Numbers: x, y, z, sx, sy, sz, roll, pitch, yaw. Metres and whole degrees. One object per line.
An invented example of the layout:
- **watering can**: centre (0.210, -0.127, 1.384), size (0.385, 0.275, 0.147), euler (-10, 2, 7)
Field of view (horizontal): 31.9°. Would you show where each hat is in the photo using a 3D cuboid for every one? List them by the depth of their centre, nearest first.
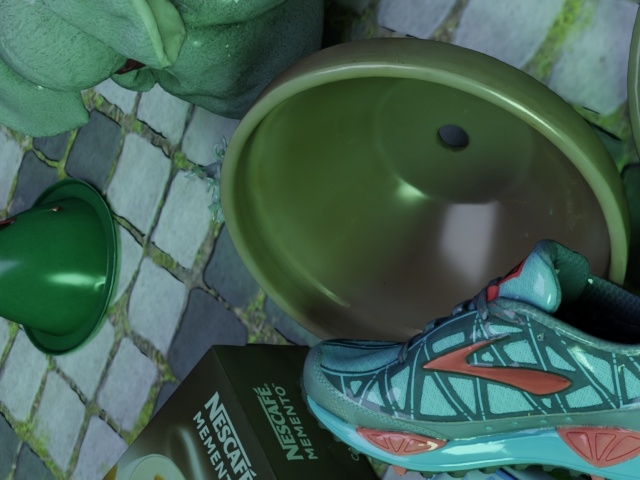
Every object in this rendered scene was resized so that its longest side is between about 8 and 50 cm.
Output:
- **hat**: centre (-0.322, 0.021, 1.041), size (0.208, 0.183, 0.173), euler (-25, 67, 41)

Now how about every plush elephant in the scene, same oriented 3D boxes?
- **plush elephant**: centre (-0.137, -0.186, 0.810), size (0.272, 0.255, 0.330), euler (-16, 66, 44)

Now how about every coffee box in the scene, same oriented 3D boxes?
- **coffee box**: centre (-0.083, 0.205, 0.833), size (0.246, 0.098, 0.141), euler (-51, 53, 28)

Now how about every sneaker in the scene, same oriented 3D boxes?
- **sneaker**: centre (0.110, 0.055, 0.608), size (0.261, 0.104, 0.125), euler (0, 111, 22)

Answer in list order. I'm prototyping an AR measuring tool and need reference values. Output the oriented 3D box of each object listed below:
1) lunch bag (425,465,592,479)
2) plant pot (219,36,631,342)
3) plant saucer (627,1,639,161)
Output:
- **lunch bag**: centre (0.117, 0.241, 0.632), size (0.176, 0.090, 0.219), euler (29, 105, 45)
- **plant pot**: centre (0.069, -0.033, 0.672), size (0.237, 0.237, 0.110), euler (-28, 24, 40)
- **plant saucer**: centre (0.282, -0.095, 0.547), size (0.278, 0.041, 0.278), euler (-7, 80, 45)
